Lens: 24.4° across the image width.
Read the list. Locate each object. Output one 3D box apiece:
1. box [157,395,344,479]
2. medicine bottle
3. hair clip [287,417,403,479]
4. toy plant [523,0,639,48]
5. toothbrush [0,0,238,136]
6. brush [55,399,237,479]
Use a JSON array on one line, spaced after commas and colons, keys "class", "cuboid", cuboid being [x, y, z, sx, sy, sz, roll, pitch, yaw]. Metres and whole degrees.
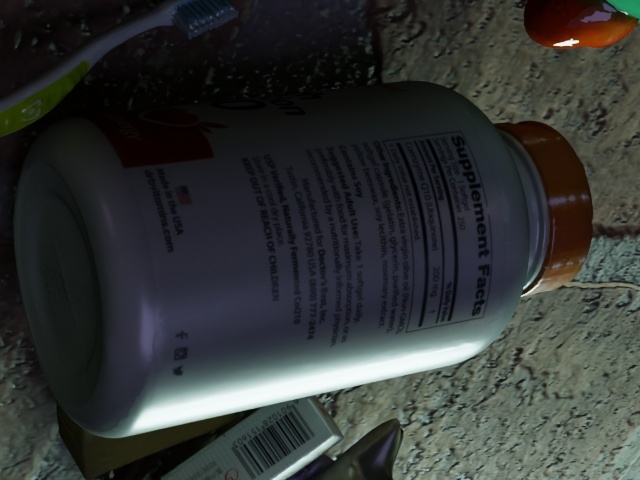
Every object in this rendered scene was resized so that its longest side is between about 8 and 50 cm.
[{"class": "box", "cuboid": [-0.060, 0.150, 0.925, 0.152, 0.048, 0.100, -37, 168, -2]}, {"class": "medicine bottle", "cuboid": [0.000, 0.000, 0.771, 0.288, 0.157, 0.157, -9, 133, -28]}, {"class": "hair clip", "cuboid": [-0.054, 0.221, 1.007, 0.292, 0.084, 0.106, -33, 142, 5]}, {"class": "toy plant", "cuboid": [0.200, -0.236, 0.678, 0.279, 0.185, 0.400, -46, 155, -31]}, {"class": "toothbrush", "cuboid": [-0.142, -0.062, 0.663, 0.263, 0.026, 0.022, -31, 154, -32]}, {"class": "brush", "cuboid": [-0.043, 0.058, 0.881, 0.233, 0.047, 0.103, -17, 138, -24]}]
